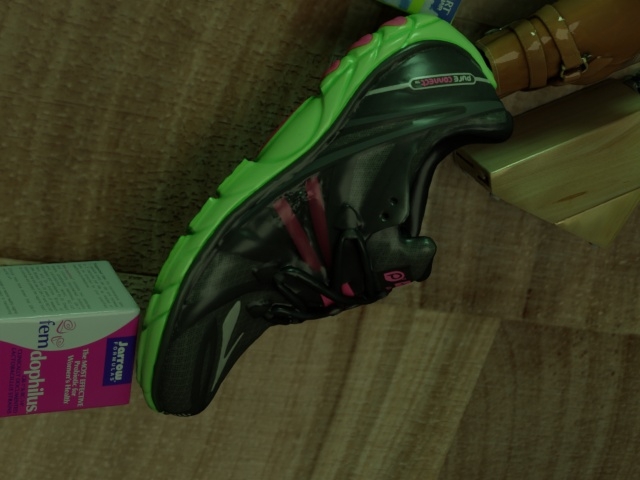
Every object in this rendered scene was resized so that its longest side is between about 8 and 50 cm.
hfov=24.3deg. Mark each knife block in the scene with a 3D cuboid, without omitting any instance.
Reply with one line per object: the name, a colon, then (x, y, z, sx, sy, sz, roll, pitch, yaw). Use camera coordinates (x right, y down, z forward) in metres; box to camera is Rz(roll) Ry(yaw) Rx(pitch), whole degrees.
knife block: (0.313, -0.125, 1.633, 0.275, 0.088, 0.242, 23, 103, -34)

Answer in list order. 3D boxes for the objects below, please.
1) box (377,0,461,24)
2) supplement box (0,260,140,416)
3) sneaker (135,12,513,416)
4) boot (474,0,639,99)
box: (0.088, -0.282, 1.463, 0.178, 0.042, 0.109, 15, 109, -31)
supplement box: (-0.298, 0.095, 1.432, 0.220, 0.114, 0.111, -4, 117, -27)
sneaker: (0.000, 0.000, 1.452, 0.202, 0.185, 0.483, 42, 96, 8)
boot: (0.262, -0.229, 1.479, 0.220, 0.283, 0.109, -18, 80, -8)
